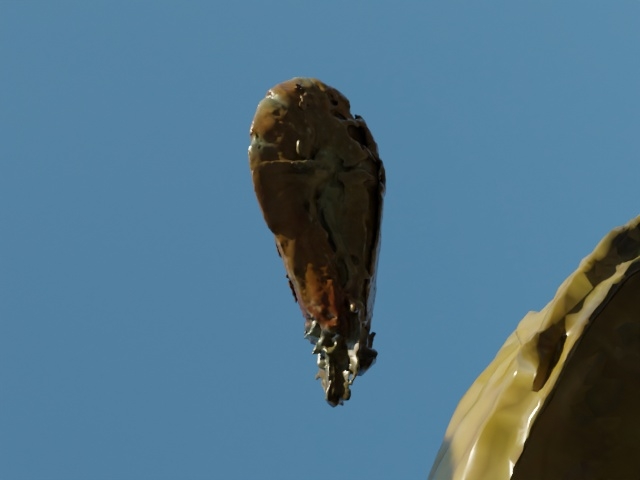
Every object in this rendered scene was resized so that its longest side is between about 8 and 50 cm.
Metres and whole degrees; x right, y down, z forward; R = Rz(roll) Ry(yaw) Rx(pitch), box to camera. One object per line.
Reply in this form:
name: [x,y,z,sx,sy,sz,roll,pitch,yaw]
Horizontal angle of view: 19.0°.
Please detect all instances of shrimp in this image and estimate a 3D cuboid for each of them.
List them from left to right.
shrimp: [0.000,0.000,0.989,0.091,0.043,0.184,11,-117,-42]

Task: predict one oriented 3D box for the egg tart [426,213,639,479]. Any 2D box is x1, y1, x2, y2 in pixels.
egg tart: [0.189,0.189,0.729,0.443,0.178,0.443,-6,-81,-47]
